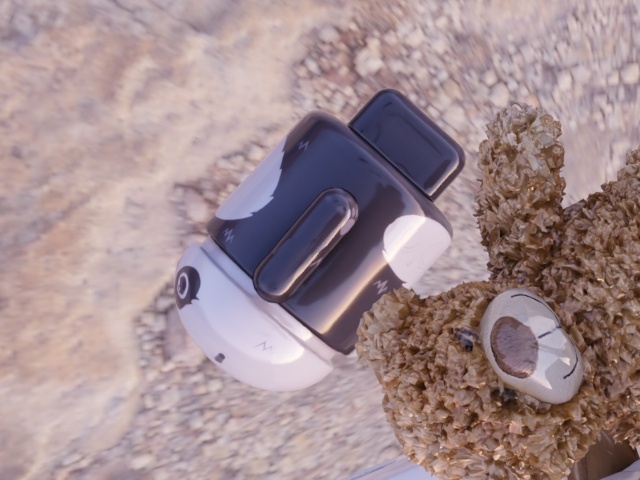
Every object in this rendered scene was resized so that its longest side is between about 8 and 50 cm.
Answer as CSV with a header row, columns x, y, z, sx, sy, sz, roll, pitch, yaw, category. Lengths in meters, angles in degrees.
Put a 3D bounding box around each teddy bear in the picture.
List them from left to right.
x,y,z,sx,sy,sz,roll,pitch,yaw,category
0.190,0.026,1.040,0.338,0.113,0.245,-11,89,-23,teddy bear

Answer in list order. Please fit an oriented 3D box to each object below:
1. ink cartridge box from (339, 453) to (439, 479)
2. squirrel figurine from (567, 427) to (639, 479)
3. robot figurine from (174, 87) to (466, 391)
x,y,z,sx,sy,sz,roll,pitch,yaw,category
0.101,0.383,1.790,0.223,0.129,0.307,-23,88,7,ink cartridge box
0.364,0.294,1.602,0.281,0.370,0.397,-34,87,36,squirrel figurine
-0.002,-0.002,1.512,0.278,0.209,0.173,-48,49,1,robot figurine
